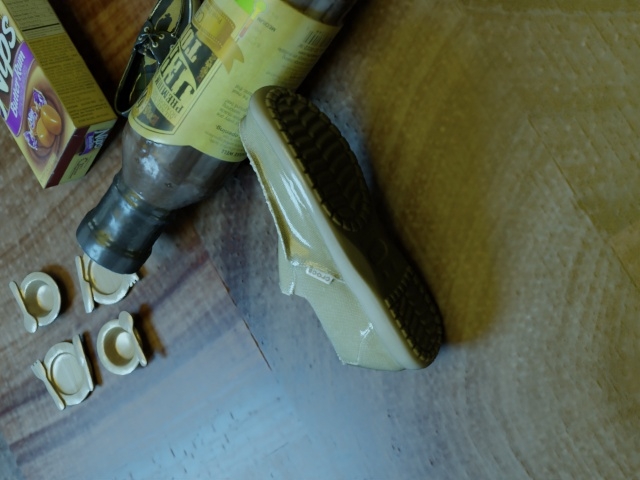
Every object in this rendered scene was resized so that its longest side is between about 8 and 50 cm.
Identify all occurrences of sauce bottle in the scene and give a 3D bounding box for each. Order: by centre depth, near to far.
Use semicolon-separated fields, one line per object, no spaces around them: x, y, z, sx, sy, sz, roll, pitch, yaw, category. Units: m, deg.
-0.101;-0.113;1.131;0.111;0.111;0.344;45;112;19;sauce bottle

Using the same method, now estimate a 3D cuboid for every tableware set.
-0.237;0.083;1.277;0.169;0.020;0.141;-26;81;29;tableware set

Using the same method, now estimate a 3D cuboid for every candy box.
-0.277;-0.157;1.243;0.186;0.053;0.109;59;141;15;candy box

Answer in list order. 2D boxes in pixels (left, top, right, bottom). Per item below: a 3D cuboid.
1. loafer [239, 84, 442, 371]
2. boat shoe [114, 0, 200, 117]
0.000;0.000;1.069;0.092;0.102;0.268;-27;93;30;loafer
-0.153;-0.176;1.196;0.049;0.040;0.142;30;108;25;boat shoe
